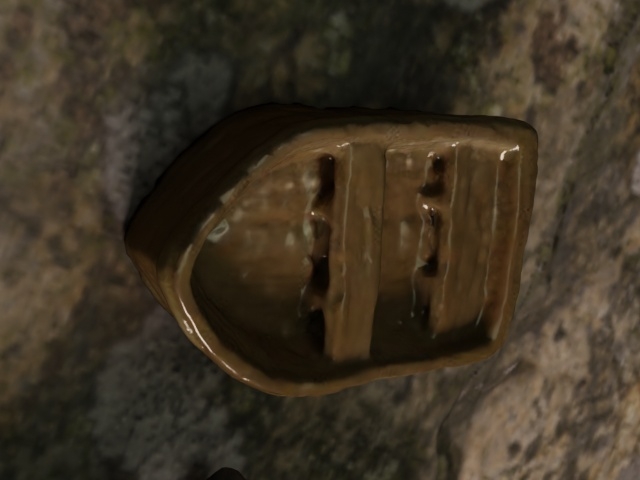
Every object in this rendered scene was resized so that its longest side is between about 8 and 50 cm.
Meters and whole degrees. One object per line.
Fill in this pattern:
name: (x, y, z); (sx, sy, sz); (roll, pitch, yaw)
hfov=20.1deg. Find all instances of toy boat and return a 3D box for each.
toy boat: (0.000, 0.000, 0.750); (0.188, 0.061, 0.116); (-5, 108, -39)

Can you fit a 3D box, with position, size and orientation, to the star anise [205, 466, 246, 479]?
star anise: (-0.052, 0.203, 0.736); (0.198, 0.110, 0.257); (54, 49, -10)
